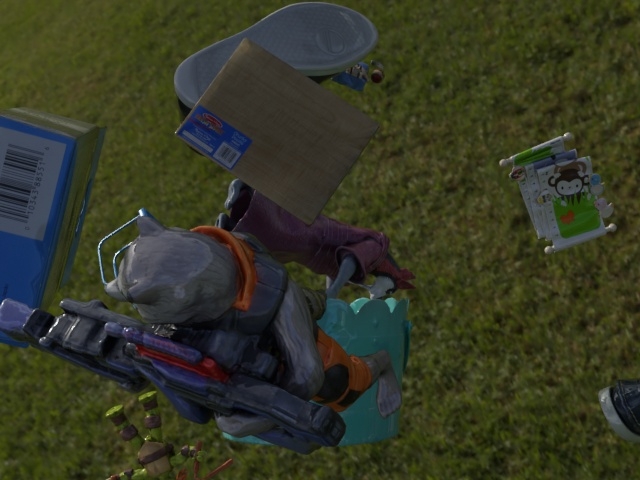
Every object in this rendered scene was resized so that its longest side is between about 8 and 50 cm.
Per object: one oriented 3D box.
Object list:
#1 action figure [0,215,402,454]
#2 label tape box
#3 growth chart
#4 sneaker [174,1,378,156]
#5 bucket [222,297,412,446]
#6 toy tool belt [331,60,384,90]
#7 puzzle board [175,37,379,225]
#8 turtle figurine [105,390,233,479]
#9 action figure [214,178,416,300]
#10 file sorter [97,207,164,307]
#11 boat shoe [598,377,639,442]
[{"bbox_3d":[-0.097,0.066,0.767,0.341,0.330,0.179,16,74,21],"label":"action figure"},{"bbox_3d":[-0.357,-0.035,1.094,0.334,0.105,0.241,-133,58,-77],"label":"label tape box"},{"bbox_3d":[0.472,-0.091,1.728,0.172,0.237,0.021,-28,14,3],"label":"growth chart"},{"bbox_3d":[-0.064,-0.203,1.130,0.295,0.147,0.105,-28,75,-27],"label":"sneaker"},{"bbox_3d":[-0.014,0.169,1.197,0.281,0.281,0.183,-3,86,35],"label":"bucket"},{"bbox_3d":[0.051,-0.243,1.315,0.083,0.052,0.051,19,44,3],"label":"toy tool belt"},{"bbox_3d":[-0.033,-0.084,0.681,0.128,0.011,0.096,34,82,7],"label":"puzzle board"},{"bbox_3d":[-0.321,0.413,1.754,0.269,0.217,0.087,-22,1,7],"label":"turtle figurine"},{"bbox_3d":[0.000,0.000,1.540,0.248,0.370,0.276,156,128,-74],"label":"action figure"},{"bbox_3d":[-0.275,0.056,1.475,0.104,0.170,0.118,-32,46,10],"label":"file sorter"},{"bbox_3d":[0.441,0.209,1.123,0.079,0.254,0.095,-34,54,31],"label":"boat shoe"}]
